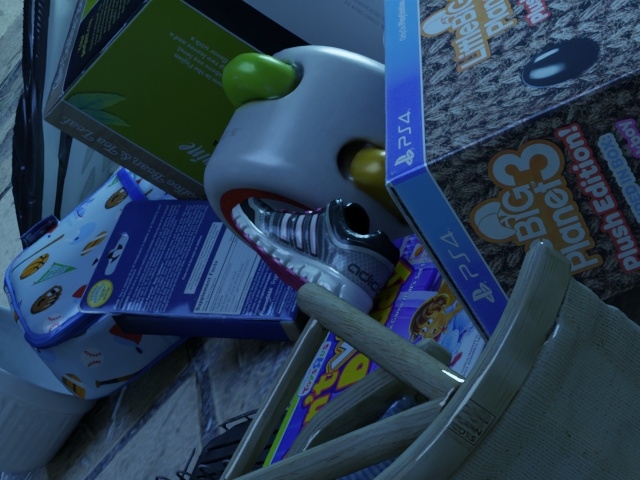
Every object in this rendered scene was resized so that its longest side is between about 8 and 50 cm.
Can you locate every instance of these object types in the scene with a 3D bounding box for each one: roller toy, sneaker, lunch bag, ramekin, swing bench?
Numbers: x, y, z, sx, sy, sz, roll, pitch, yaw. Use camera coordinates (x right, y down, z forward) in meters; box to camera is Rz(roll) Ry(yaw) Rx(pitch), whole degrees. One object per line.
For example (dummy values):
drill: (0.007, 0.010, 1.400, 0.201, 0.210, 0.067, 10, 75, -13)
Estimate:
roller toy: (0.012, -0.049, 1.578, 0.146, 0.209, 0.191, -62, -20, -21)
sneaker: (0.000, 0.000, 1.459, 0.075, 0.063, 0.170, -47, 40, -9)
sneaker: (-0.213, -0.136, 2.235, 0.169, 0.257, 0.448, -116, 30, -54)
lunch bag: (-0.195, 0.022, 1.974, 0.243, 0.115, 0.303, -40, 24, 0)
ramekin: (-0.338, 0.148, 1.997, 0.109, 0.207, 0.207, -60, 20, 10)
swing bench: (0.108, 0.142, 1.004, 0.254, 0.253, 0.165, -9, 49, 62)

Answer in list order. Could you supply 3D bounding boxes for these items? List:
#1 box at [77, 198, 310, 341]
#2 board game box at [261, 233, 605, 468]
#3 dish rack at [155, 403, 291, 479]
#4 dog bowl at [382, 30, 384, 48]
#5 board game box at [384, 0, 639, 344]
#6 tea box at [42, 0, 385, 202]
box: (-0.097, 0.024, 1.759, 0.225, 0.036, 0.136, 2, 53, 26)
board game box: (0.054, 0.148, 1.344, 0.233, 0.078, 0.347, -20, 39, 55)
dish rack: (-0.110, 0.243, 1.549, 0.208, 0.074, 0.271, -20, 39, 54)
dog bowl: (0.182, -0.184, 1.467, 0.265, 0.104, 0.265, -33, 24, 17)
board game box: (0.198, -0.103, 1.220, 0.291, 0.141, 0.232, -24, 31, 17)
tea box: (-0.063, -0.254, 1.821, 0.323, 0.220, 0.329, -40, 28, 38)
